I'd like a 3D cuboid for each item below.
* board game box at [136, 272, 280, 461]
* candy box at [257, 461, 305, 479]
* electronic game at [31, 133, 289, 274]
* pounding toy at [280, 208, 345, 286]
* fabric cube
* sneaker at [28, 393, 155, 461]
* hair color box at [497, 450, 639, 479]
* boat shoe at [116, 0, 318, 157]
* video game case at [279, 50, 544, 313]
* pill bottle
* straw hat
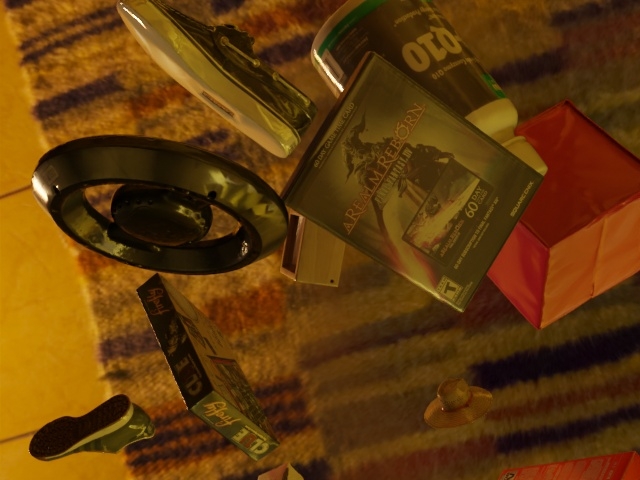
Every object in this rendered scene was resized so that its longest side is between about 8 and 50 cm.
[{"bbox_3d":[-0.154,0.168,1.148,0.042,0.165,0.243,-38,43,1],"label":"board game box"},{"bbox_3d":[-0.035,0.496,1.405,0.070,0.165,0.196,-30,110,22],"label":"candy box"},{"bbox_3d":[-0.142,-0.027,0.764,0.229,0.229,0.048,0,64,14],"label":"electronic game"},{"bbox_3d":[0.000,0.000,1.384,0.100,0.141,0.130,9,93,-16],"label":"pounding toy"},{"bbox_3d":[0.427,-0.048,1.557,0.259,0.258,0.254,-28,52,-12],"label":"fabric cube"},{"bbox_3d":[-0.328,0.290,1.245,0.192,0.086,0.064,-25,44,20],"label":"sneaker"},{"bbox_3d":[0.241,0.252,0.779,0.093,0.167,0.053,48,55,-6],"label":"hair color box"},{"bbox_3d":[-0.131,-0.243,1.150,0.301,0.108,0.102,38,76,-12],"label":"boat shoe"},{"bbox_3d":[0.112,-0.061,0.991,0.274,0.026,0.196,31,90,-23],"label":"video game case"},{"bbox_3d":[0.162,-0.197,1.278,0.204,0.204,0.361,-37,78,10],"label":"pill bottle"},{"bbox_3d":[0.268,0.310,1.701,0.144,0.144,0.061,-16,110,13],"label":"straw hat"}]
